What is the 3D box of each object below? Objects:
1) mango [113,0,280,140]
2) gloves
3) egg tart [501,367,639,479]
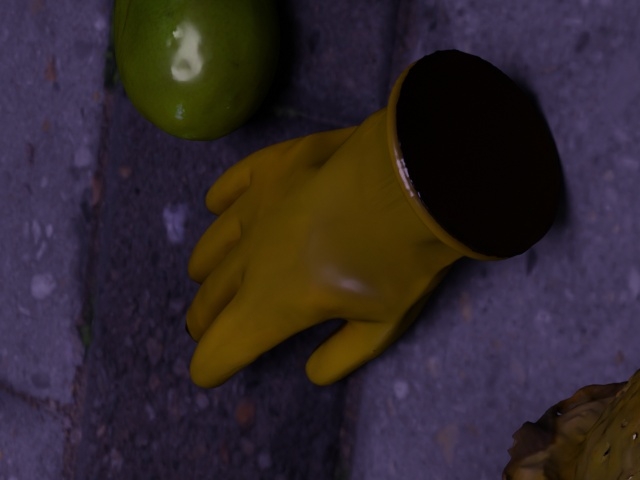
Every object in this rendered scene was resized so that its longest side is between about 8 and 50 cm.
[{"bbox_3d":[-0.081,-0.142,1.068,0.117,0.089,0.163,-33,59,46],"label":"mango"},{"bbox_3d":[0.000,-0.001,1.007,0.294,0.116,0.133,-29,46,48],"label":"gloves"},{"bbox_3d":[0.210,0.113,0.696,0.288,0.288,0.118,23,122,38],"label":"egg tart"}]
